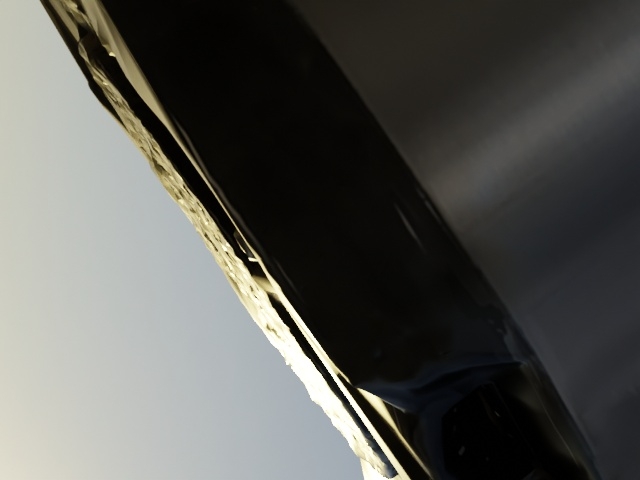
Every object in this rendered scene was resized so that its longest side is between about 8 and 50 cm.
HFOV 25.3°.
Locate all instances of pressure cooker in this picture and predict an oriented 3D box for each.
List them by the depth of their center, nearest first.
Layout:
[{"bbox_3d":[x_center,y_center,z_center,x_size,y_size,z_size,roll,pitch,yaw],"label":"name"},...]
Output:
[{"bbox_3d":[0.136,-0.106,0.509,0.420,0.375,0.370,-35,-162,-4],"label":"pressure cooker"}]
